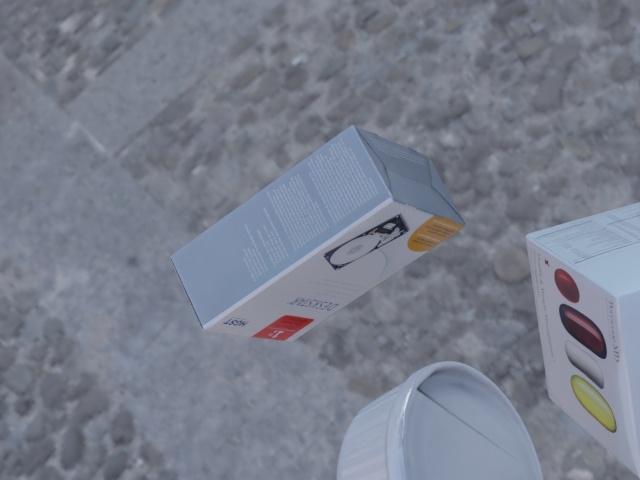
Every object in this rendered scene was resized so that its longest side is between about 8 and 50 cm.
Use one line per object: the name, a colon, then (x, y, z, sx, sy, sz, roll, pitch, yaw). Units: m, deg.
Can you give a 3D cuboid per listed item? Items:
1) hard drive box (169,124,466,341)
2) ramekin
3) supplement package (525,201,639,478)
hard drive box: (0.000, 0.000, 1.303, 0.232, 0.181, 0.089, -35, 68, 21)
ramekin: (0.135, 0.285, 1.536, 0.127, 0.273, 0.273, -25, 41, 38)
supplement package: (0.318, 0.090, 1.290, 0.149, 0.194, 0.203, -16, 19, -11)
